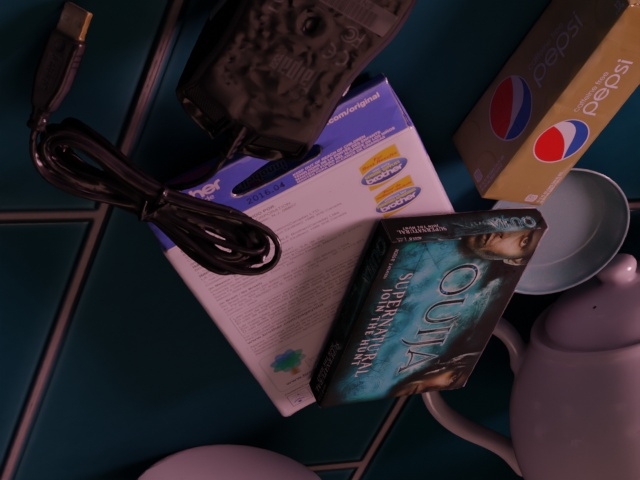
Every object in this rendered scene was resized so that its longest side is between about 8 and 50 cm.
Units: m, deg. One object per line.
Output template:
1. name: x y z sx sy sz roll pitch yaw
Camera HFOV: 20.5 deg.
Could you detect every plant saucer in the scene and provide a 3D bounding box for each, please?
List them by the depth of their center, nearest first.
1. plant saucer: 0.173 -0.011 1.333 0.119 0.021 0.119 -8 129 -10

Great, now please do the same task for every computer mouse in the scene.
1. computer mouse: -0.062 -0.119 1.050 0.184 0.060 0.262 24 112 -13

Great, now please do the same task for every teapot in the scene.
1. teapot: 0.249 0.100 1.401 0.256 0.252 0.187 -30 110 -25

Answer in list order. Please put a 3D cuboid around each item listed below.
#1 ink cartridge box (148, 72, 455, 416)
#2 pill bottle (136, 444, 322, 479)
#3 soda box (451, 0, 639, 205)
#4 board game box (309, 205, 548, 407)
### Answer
1. ink cartridge box: 0.000 0.000 1.235 0.185 0.065 0.311 -27 147 3
2. pill bottle: -0.083 0.362 1.475 0.204 0.204 0.361 -8 123 -21
3. soda box: 0.166 -0.108 1.189 0.058 0.061 0.181 6 135 -33
4. board game box: 0.075 0.049 1.271 0.126 0.026 0.186 -6 141 -25
